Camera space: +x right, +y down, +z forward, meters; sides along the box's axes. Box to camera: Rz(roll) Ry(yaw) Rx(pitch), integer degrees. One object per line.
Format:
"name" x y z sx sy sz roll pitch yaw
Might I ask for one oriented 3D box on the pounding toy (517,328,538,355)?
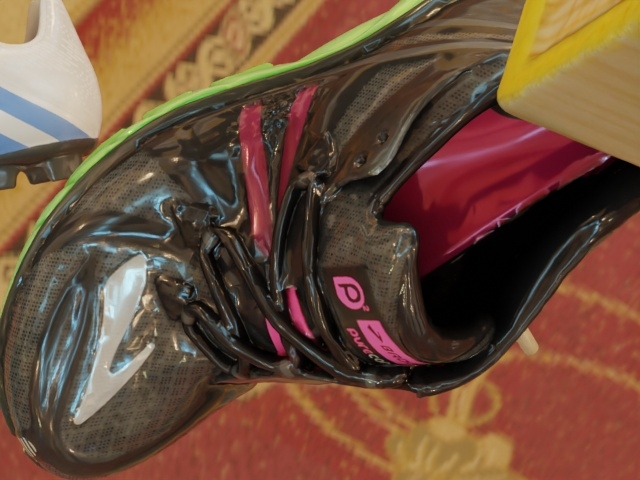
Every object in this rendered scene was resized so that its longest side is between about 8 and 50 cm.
"pounding toy" 0.083 0.022 1.453 0.094 0.206 0.181 -26 80 2

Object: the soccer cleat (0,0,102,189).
"soccer cleat" -0.304 -0.087 1.246 0.331 0.116 0.143 -11 92 -25

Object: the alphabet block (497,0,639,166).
"alphabet block" 0.216 -0.121 0.812 0.197 0.193 0.192 23 73 -11

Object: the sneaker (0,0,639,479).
"sneaker" 0.000 0.000 1.087 0.185 0.482 0.202 46 22 -27
